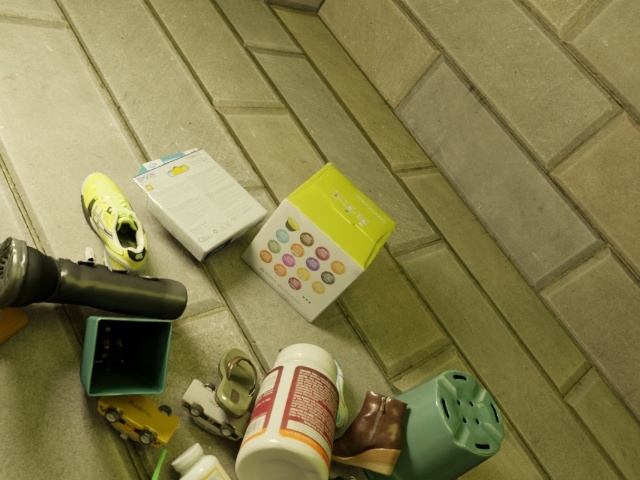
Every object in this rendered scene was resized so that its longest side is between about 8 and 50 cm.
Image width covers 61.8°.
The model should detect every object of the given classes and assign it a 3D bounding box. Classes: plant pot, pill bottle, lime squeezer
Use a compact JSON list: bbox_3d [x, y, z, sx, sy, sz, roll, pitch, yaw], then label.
[{"bbox_3d":[-0.481,0.256,1.270,0.166,0.234,0.165,9,85,-35],"label":"plant pot"},{"bbox_3d":[-0.264,0.573,1.250,0.184,0.103,0.103,55,39,1],"label":"pill bottle"},{"bbox_3d":[-0.068,0.465,1.409,0.224,0.224,0.392,35,27,-9],"label":"pill bottle"},{"bbox_3d":[0.334,0.570,1.595,0.341,0.334,0.341,23,41,-22],"label":"plant pot"},{"bbox_3d":[-0.349,0.623,1.169,0.110,0.058,0.310,-19,62,-15],"label":"lime squeezer"}]

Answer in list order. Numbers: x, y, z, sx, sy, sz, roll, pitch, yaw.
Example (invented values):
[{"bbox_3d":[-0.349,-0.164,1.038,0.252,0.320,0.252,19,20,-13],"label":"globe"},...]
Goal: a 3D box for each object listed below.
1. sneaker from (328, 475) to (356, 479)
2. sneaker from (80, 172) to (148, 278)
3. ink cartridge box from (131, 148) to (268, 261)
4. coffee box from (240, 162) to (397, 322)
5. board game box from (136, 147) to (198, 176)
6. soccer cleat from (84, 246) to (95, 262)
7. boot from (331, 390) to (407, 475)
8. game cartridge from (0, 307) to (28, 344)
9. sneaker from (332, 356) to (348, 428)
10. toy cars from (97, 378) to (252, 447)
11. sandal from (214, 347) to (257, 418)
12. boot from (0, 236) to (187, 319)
[{"bbox_3d":[0.008,0.623,1.408,0.086,0.163,0.226,-13,62,-44],"label":"sneaker"},{"bbox_3d":[-0.585,-0.060,1.565,0.145,0.147,0.384,-10,60,-43],"label":"sneaker"},{"bbox_3d":[-0.385,-0.124,1.732,0.330,0.071,0.324,43,40,7],"label":"ink cartridge box"},{"bbox_3d":[0.000,0.000,1.850,0.338,0.334,0.338,43,38,1],"label":"coffee box"},{"bbox_3d":[-0.421,-0.151,1.844,0.336,0.079,0.254,47,39,7],"label":"board game box"},{"bbox_3d":[-0.645,0.049,1.499,0.029,0.035,0.083,11,48,-33],"label":"soccer cleat"},{"bbox_3d":[0.112,0.530,1.517,0.249,0.090,0.206,9,73,17],"label":"boot"},{"bbox_3d":[-0.876,0.182,1.167,0.285,0.052,0.323,41,37,-1],"label":"game cartridge"},{"bbox_3d":[0.025,0.455,1.642,0.086,0.085,0.237,18,42,-34],"label":"sneaker"},{"bbox_3d":[-0.360,0.440,1.335,0.394,0.087,0.176,11,36,-39],"label":"toy cars"},{"bbox_3d":[-0.212,0.371,1.449,0.120,0.086,0.303,33,7,-13],"label":"sandal"},{"bbox_3d":[-0.527,0.122,1.271,0.445,0.367,0.146,22,83,-34],"label":"boot"}]
